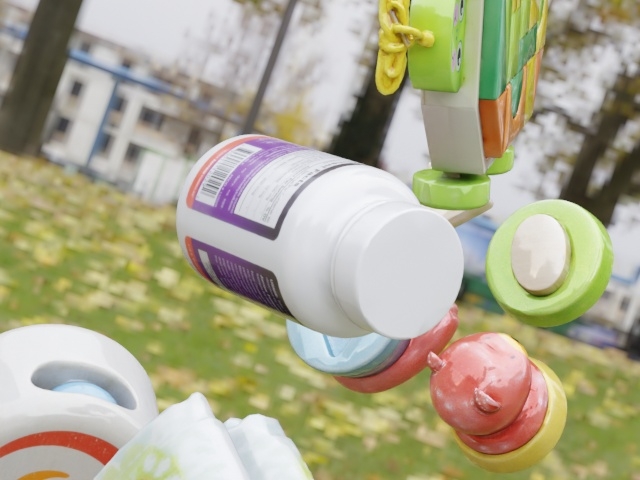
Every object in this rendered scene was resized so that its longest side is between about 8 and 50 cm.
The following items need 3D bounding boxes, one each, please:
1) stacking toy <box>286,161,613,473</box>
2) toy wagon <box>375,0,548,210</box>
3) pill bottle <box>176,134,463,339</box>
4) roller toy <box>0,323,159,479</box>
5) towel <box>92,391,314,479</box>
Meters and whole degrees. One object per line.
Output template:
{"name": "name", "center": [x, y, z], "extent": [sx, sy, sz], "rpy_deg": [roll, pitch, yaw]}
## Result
{"name": "stacking toy", "center": [0.124, 0.049, 1.753], "extent": [0.309, 0.280, 0.130], "rpy_deg": [23, -9, 35]}
{"name": "toy wagon", "center": [0.106, -0.158, 1.228], "extent": [0.068, 0.267, 0.344], "rpy_deg": [5, 16, 13]}
{"name": "pill bottle", "center": [0.000, 0.000, 1.108], "extent": [0.108, 0.108, 0.193], "rpy_deg": [22, -1, -36]}
{"name": "roller toy", "center": [-0.226, 0.181, 1.460], "extent": [0.146, 0.209, 0.191], "rpy_deg": [-109, 175, -57]}
{"name": "towel", "center": [-0.068, 0.306, 0.855], "extent": [0.090, 0.320, 0.374], "rpy_deg": [2, 52, -42]}
